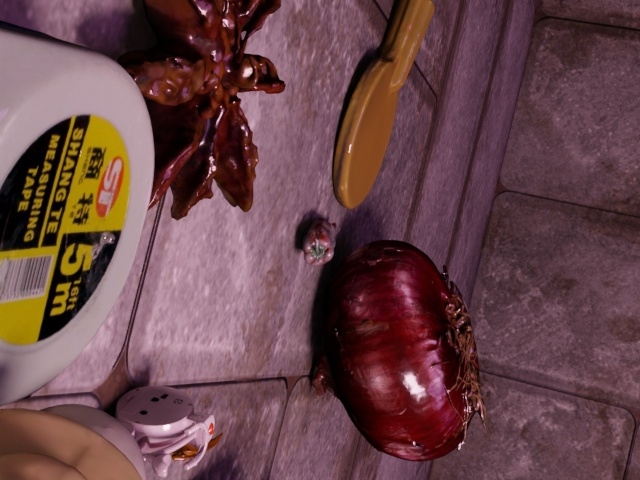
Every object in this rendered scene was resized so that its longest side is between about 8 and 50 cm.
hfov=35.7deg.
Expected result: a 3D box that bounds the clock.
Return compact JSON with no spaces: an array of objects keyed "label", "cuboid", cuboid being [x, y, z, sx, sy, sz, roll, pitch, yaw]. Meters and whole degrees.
[{"label":"clock","cuboid":[-0.145,0.161,0.805,0.129,0.087,0.041,-32,133,-57]}]

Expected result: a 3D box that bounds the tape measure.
[{"label":"tape measure","cuboid":[-0.161,-0.079,0.513,0.215,0.097,0.352,-12,121,-70]}]

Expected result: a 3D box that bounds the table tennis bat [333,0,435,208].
[{"label":"table tennis bat","cuboid":[0.086,-0.194,1.344,0.198,0.050,0.321,53,55,-70]}]

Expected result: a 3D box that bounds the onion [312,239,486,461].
[{"label":"onion","cuboid":[0.095,0.150,1.363,0.314,0.232,0.314,-12,90,-80]}]

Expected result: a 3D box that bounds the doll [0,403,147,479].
[{"label":"doll","cuboid":[-0.177,0.211,0.518,0.271,0.144,0.208,-58,178,7]}]

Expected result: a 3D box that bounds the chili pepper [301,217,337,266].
[{"label":"chili pepper","cuboid":[-0.001,0.000,1.219,0.050,0.041,0.153,-60,-177,13]}]

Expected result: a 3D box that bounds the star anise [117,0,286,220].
[{"label":"star anise","cuboid":[-0.090,-0.125,0.761,0.288,0.088,0.288,15,90,-74]}]

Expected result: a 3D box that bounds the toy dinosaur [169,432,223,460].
[{"label":"toy dinosaur","cuboid":[-0.127,0.197,0.959,0.113,0.041,0.026,8,92,-78]}]
